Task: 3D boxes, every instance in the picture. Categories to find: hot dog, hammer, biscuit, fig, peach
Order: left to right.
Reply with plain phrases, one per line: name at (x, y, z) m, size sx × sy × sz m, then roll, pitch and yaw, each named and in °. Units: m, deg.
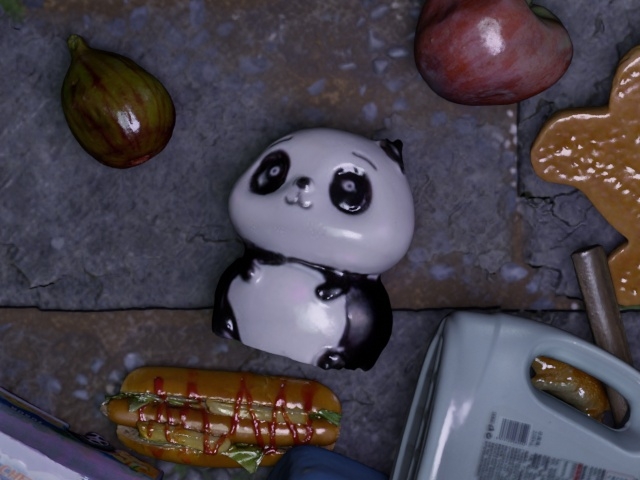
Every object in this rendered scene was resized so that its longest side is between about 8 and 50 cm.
fig at (-0.212, -0.146, 1.765) m, size 0.109 × 0.103 × 0.155 m, roll -32°, pitch 80°, yaw 28°
hot dog at (-0.104, 0.185, 1.809) m, size 0.250 × 0.076 × 0.104 m, roll 6°, pitch 97°, yaw 0°
peach at (0.161, -0.199, 1.735) m, size 0.152 × 0.152 × 0.152 m, roll 0°, pitch 96°, yaw 2°
hammer at (0.311, 0.181, 1.786) m, size 0.111 × 0.043 × 0.365 m, roll -16°, pitch 100°, yaw -3°
biscuit at (0.363, -0.025, 1.765) m, size 0.216 × 0.047 × 0.340 m, roll -38°, pitch 103°, yaw 19°

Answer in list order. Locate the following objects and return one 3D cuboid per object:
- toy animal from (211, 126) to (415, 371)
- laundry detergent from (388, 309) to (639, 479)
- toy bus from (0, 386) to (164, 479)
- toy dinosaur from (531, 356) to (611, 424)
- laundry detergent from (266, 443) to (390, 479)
toy animal at (-0.003, 0.004, 1.737) m, size 0.187 × 0.165 × 0.235 m, roll 15°, pitch 100°, yaw 18°
laundry detergent at (0.278, 0.231, 1.708) m, size 0.398 × 0.125 × 0.264 m, roll 14°, pitch 88°, yaw -10°
toy bus at (-0.321, 0.214, 1.789) m, size 0.317 × 0.138 × 0.112 m, roll 28°, pitch 95°, yaw -3°
toy dinosaur at (0.251, 0.135, 1.805) m, size 0.126 × 0.039 × 0.162 m, roll -21°, pitch 102°, yaw -1°
laundry detergent at (0.074, 0.315, 1.788) m, size 0.290 × 0.094 × 0.143 m, roll 23°, pitch 113°, yaw -13°
